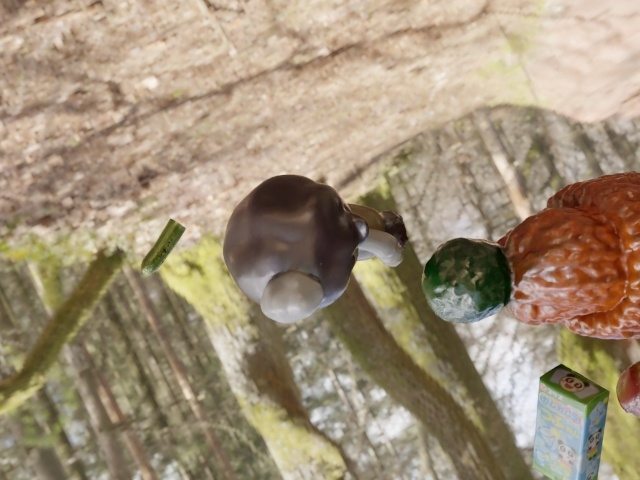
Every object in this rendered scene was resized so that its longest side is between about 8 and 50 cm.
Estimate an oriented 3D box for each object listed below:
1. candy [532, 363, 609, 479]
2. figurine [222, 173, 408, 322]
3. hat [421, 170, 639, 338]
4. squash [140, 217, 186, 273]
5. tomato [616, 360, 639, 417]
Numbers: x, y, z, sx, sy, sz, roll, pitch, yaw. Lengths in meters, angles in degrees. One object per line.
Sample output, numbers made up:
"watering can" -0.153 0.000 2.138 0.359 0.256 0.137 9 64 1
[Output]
"candy" 0.396 0.302 1.595 0.062 0.194 0.097 -23 -144 -31
"figurine" -0.004 0.019 1.558 0.365 0.218 0.206 16 95 -61
"hat" 0.361 0.014 1.507 0.400 0.285 0.285 4 163 -21
"squash" -0.218 0.011 1.371 0.083 0.027 0.027 -57 178 -5
"tomato" 0.462 0.213 1.424 0.075 0.087 0.087 -6 173 -5
